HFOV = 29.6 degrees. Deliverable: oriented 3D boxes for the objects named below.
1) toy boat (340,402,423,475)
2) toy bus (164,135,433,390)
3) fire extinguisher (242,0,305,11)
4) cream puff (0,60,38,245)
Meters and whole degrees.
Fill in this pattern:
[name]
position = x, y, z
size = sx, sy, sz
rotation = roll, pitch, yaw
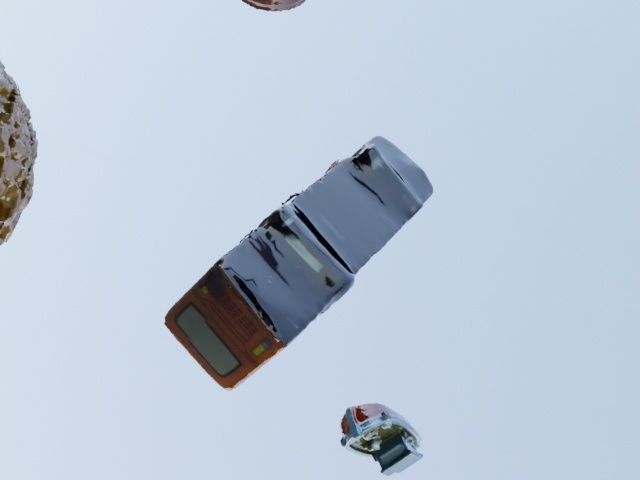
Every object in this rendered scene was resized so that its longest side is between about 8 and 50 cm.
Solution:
[toy boat]
position = 0.073, 0.239, 1.448
size = 0.069, 0.173, 0.059
rotation = -35, -122, 11
[toy bus]
position = 0.000, 0.000, 1.054
size = 0.093, 0.409, 0.092
rotation = 48, -62, 1
[fire extinguisher]
position = -0.011, -0.401, 1.328
size = 0.337, 0.147, 0.106
rotation = 109, -6, -53
[cream puff]
position = -0.225, -0.042, 0.699
size = 0.165, 0.115, 0.150
rotation = -68, -162, 7
